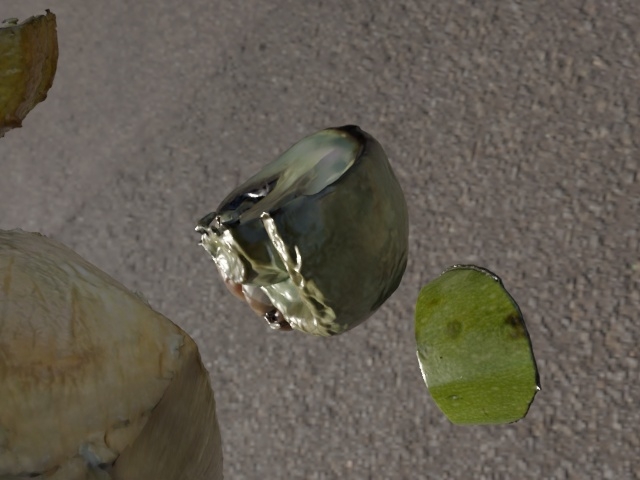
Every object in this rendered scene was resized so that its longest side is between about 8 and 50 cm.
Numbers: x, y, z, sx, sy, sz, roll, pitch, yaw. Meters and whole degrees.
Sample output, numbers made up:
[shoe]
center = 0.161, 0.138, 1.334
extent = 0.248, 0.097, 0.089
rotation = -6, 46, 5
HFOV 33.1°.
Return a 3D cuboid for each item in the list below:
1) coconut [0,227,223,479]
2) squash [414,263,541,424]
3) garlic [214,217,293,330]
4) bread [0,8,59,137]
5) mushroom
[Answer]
[coconut]
center = -0.228, 0.159, 0.698
extent = 0.360, 0.346, 0.346
rotation = 29, 108, 36
[squash]
center = 0.159, 0.123, 1.205
extent = 0.184, 0.085, 0.192
rotation = 149, 105, -69
[garlic]
center = -0.027, 0.009, 1.354
extent = 0.160, 0.214, 0.191
rotation = 43, 115, 29
[bread]
center = -0.406, -0.159, 1.174
extent = 0.160, 0.260, 0.147
rotation = -117, 16, -75
[mushroom]
center = 0.004, -0.004, 1.095
extent = 0.164, 0.189, 0.267
rotation = 57, 156, -13
